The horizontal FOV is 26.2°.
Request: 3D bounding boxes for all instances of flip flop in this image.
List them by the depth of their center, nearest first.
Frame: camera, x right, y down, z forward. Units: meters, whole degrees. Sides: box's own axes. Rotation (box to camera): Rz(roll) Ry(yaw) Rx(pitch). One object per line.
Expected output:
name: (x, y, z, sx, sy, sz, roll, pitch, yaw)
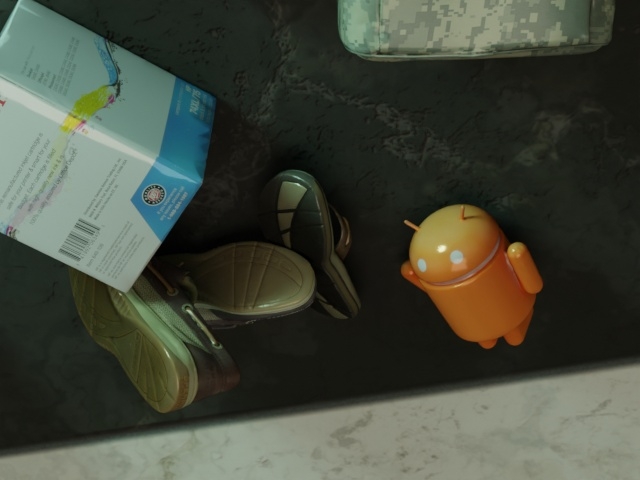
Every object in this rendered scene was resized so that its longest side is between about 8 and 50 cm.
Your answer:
flip flop: (0.000, 0.000, 1.783, 0.112, 0.080, 0.277, 18, 149, 33)

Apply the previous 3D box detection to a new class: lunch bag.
lunch bag: (0.166, -0.334, 1.461, 0.305, 0.212, 0.256, -1, 109, -1)

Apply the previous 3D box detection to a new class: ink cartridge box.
ink cartridge box: (-0.293, -0.115, 1.637, 0.270, 0.197, 0.198, 28, 122, -17)

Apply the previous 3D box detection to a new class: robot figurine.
robot figurine: (0.194, 0.044, 1.779, 0.128, 0.158, 0.219, -39, 120, -7)

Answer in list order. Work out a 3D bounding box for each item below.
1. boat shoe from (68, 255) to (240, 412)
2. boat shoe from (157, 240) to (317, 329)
boat shoe: (-0.212, 0.082, 1.733, 0.123, 0.342, 0.123, -10, 127, -33)
boat shoe: (-0.124, 0.068, 1.810, 0.285, 0.103, 0.092, -6, 150, 26)
